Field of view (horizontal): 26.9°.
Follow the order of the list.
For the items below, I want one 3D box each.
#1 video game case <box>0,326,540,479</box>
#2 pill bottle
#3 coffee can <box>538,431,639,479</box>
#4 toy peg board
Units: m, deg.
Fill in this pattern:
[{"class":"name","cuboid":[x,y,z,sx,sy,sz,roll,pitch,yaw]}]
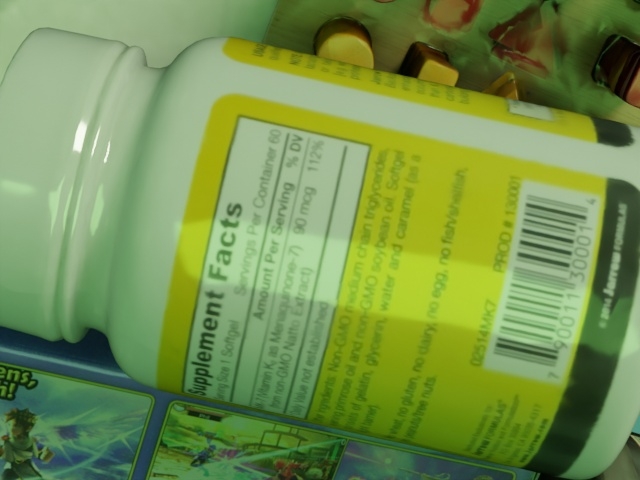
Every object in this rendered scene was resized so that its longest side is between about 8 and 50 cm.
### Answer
[{"class":"video game case","cuboid":[-0.083,0.143,0.532,0.270,0.061,0.244,14,114,-12]},{"class":"pill bottle","cuboid":[0.000,0.000,0.439,0.208,0.119,0.119,13,105,0]},{"class":"coffee can","cuboid":[0.192,0.197,0.506,0.275,0.201,0.201,17,105,-5]},{"class":"toy peg board","cuboid":[0.062,-0.065,0.496,0.161,0.079,0.160,21,104,-6]}]
